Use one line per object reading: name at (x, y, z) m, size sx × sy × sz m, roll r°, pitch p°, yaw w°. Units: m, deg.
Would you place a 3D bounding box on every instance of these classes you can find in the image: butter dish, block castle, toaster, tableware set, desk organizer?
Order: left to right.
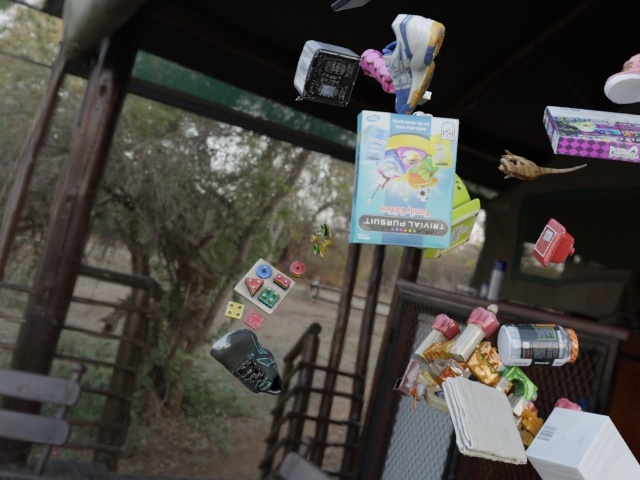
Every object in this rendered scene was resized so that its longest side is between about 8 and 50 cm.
tableware set at (0.000, 0.000, 1.962) m, size 0.024 × 0.104 × 0.154 m, roll -4°, pitch 1°, yaw -18°
toaster at (0.013, -0.518, 2.035) m, size 0.185 × 0.168 × 0.110 m, roll 4°, pitch 30°, yaw -26°
desk organizer at (0.317, 0.495, 2.366) m, size 0.050 × 0.130 × 0.047 m, roll 32°, pitch -24°, yaw -9°
block castle at (0.532, 0.404, 1.950) m, size 0.453 × 0.213 × 0.303 m, roll 46°, pitch -22°, yaw -6°
butter dish at (0.876, 0.021, 2.401) m, size 0.118 × 0.160 × 0.160 m, roll 21°, pitch 16°, yaw -7°

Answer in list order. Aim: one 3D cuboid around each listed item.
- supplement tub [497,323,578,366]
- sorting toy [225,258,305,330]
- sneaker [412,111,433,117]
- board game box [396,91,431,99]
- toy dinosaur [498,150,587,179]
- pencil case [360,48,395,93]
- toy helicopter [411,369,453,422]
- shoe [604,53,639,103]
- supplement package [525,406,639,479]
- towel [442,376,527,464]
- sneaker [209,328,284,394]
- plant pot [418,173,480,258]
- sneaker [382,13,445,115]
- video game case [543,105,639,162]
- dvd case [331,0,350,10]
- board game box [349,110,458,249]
supplement tub at (0.590, 0.286, 1.778) m, size 0.190 × 0.117 × 0.117 m, roll 1°, pitch -2°, yaw -2°
sorting toy at (-0.165, 0.133, 1.906) m, size 0.132 × 0.274 × 0.046 m, roll 34°, pitch -32°, yaw 9°
sneaker at (0.365, -0.434, 2.320) m, size 0.083 × 0.037 × 0.032 m, roll 2°, pitch -44°, yaw -15°
board game box at (0.348, -0.543, 2.449) m, size 0.103 × 0.026 × 0.154 m, roll 15°, pitch 3°, yaw -4°
toy dinosaur at (0.451, -0.149, 1.402) m, size 0.211 × 0.064 × 0.112 m, roll -4°, pitch 22°, yaw -31°
pencil case at (0.219, -0.598, 2.324) m, size 0.095 × 0.098 × 0.209 m, roll 3°, pitch 34°, yaw -27°
toy helicopter at (0.419, 0.566, 2.458) m, size 0.234 × 0.140 × 0.355 m, roll 6°, pitch 9°, yaw -17°
shoe at (0.603, -0.315, 1.268) m, size 0.177 × 0.081 × 0.063 m, roll -5°, pitch -35°, yaw -27°
supplement package at (0.718, 0.620, 1.734) m, size 0.293 × 0.177 × 0.175 m, roll 55°, pitch -27°, yaw -15°
towel at (0.395, 0.437, 1.576) m, size 0.049 × 0.187 × 0.282 m, roll -34°, pitch -42°, yaw 31°
sneaker at (-0.153, 0.279, 1.477) m, size 0.106 × 0.101 × 0.267 m, roll 52°, pitch 3°, yaw 31°
plant pot at (0.403, -0.083, 2.247) m, size 0.227 × 0.228 × 0.207 m, roll -25°, pitch 55°, yaw -27°
sneaker at (0.219, -0.446, 1.659) m, size 0.130 × 0.112 × 0.296 m, roll 26°, pitch -36°, yaw 11°
video game case at (0.561, -0.204, 1.262) m, size 0.232 × 0.042 × 0.210 m, roll 8°, pitch 27°, yaw 8°
dvd case at (0.148, -0.726, 1.883) m, size 0.180 × 0.022 × 0.253 m, roll -26°, pitch 10°, yaw 30°
board game box at (0.215, -0.153, 1.691) m, size 0.253 × 0.336 × 0.079 m, roll 4°, pitch 0°, yaw -6°
